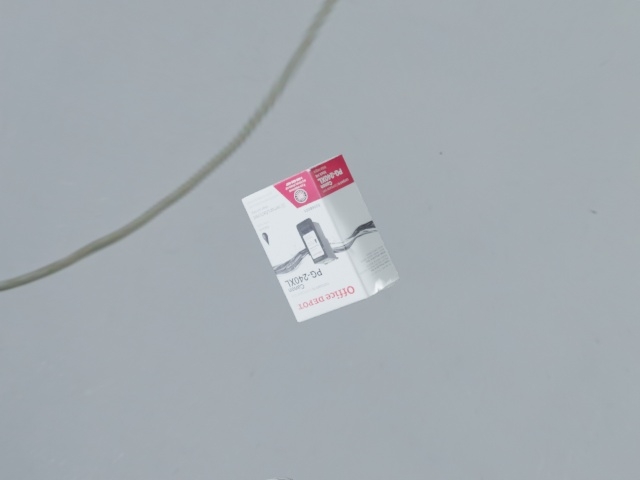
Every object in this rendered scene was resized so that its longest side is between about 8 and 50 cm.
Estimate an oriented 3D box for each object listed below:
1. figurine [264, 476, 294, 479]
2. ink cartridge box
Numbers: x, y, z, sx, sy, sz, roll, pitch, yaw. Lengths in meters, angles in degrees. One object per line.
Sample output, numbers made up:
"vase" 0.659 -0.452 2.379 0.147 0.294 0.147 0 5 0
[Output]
"figurine" -0.035 0.303 1.490 0.209 0.215 0.092 25 60 -29
"ink cartridge box" 0.000 0.000 1.527 0.109 0.063 0.150 -22 94 42
